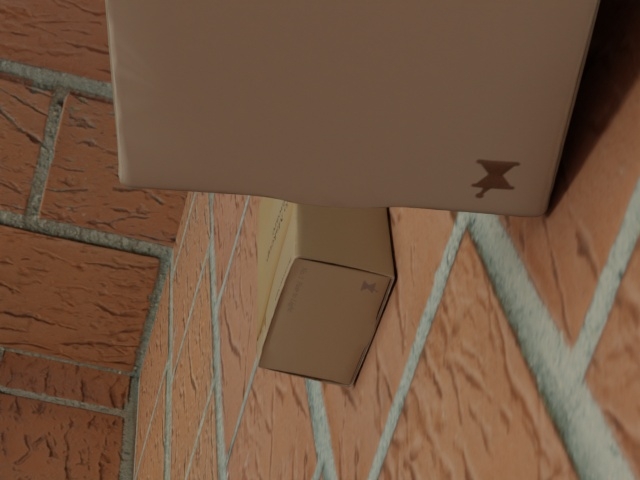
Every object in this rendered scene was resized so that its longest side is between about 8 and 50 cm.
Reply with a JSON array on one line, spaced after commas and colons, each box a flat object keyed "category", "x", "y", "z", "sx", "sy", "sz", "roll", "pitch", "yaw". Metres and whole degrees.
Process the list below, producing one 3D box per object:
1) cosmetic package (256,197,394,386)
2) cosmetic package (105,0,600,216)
[{"category": "cosmetic package", "x": 0.000, "y": 0.000, "z": 1.648, "sx": 0.309, "sy": 0.113, "sz": 0.160, "roll": -92, "pitch": 18, "yaw": -57}, {"category": "cosmetic package", "x": 0.028, "y": -0.272, "z": 1.090, "sx": 0.327, "sy": 0.329, "sz": 0.394, "roll": 95, "pitch": 179, "yaw": -52}]
